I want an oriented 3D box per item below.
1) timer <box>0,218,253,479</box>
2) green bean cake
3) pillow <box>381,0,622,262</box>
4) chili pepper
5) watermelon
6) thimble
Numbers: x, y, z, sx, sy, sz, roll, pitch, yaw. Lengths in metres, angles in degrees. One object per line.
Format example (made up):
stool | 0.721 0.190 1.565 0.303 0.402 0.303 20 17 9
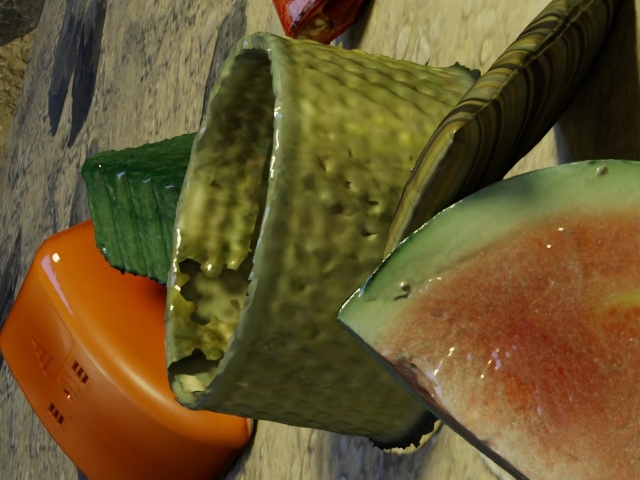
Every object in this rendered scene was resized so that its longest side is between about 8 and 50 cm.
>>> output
timer | -0.166 0.120 1.679 0.250 0.161 0.257 60 150 14
green bean cake | -0.070 -0.029 1.506 0.208 0.193 0.107 11 110 51
pillow | 0.096 -0.065 0.953 0.203 0.038 0.113 -44 -17 -46
chili pepper | -0.009 -0.244 1.501 0.084 0.086 0.192 75 179 -52
watermelon | 0.140 0.060 0.893 0.207 0.136 0.202 -41 75 25
thimble | 0.000 0.000 1.205 0.271 0.150 0.270 -170 90 -74
